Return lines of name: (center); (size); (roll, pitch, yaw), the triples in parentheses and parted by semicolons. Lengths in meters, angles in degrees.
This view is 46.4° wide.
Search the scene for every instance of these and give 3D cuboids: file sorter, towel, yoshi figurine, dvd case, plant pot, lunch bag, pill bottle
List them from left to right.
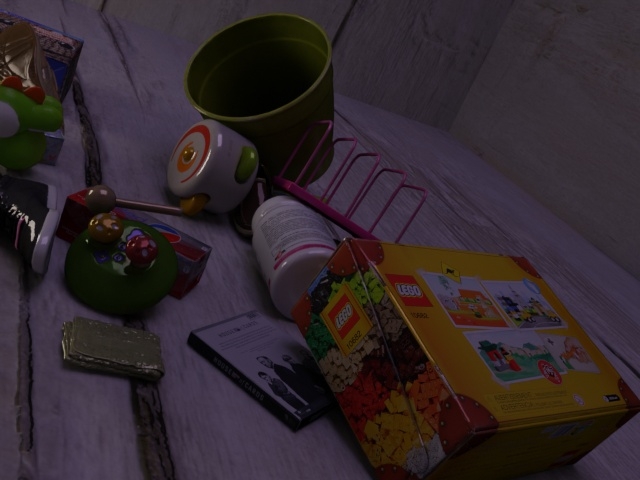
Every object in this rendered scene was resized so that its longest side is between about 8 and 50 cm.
yoshi figurine: (-0.688, -0.215, 1.442); (0.362, 0.203, 0.203); (2, -13, -18)
lunch bag: (-0.596, -0.204, 1.584); (0.083, 0.071, 0.053); (12, 28, -36)
towel: (-0.303, 0.159, 1.095); (0.148, 0.027, 0.110); (14, 22, -23)
dvd case: (-0.078, 0.205, 1.233); (0.239, 0.029, 0.179); (34, 22, 24)
plant pot: (-0.112, -0.321, 1.912); (0.366, 0.366, 0.353); (40, -17, 34)
pill bottle: (-0.049, 0.026, 1.515); (0.160, 0.160, 0.283); (15, 22, -24)
file sorter: (0.069, -0.124, 1.714); (0.291, 0.182, 0.202); (32, -1, -17)

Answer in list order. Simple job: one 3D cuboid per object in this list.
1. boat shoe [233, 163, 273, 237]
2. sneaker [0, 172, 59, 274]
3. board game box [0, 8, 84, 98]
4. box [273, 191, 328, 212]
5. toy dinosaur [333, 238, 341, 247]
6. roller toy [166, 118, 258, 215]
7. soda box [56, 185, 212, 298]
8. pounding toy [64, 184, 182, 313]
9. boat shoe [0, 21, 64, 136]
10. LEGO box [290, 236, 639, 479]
boat shoe: (-0.157, -0.102, 1.750); (0.095, 0.095, 0.257); (-3, 30, -3)
sneaker: (-0.513, -0.032, 1.228); (0.147, 0.104, 0.296); (13, 18, -26)
board game box: (-0.763, -0.468, 1.939); (0.232, 0.141, 0.291); (18, 22, -19)
box: (-0.068, -0.097, 1.918); (0.109, 0.042, 0.178); (15, 12, 28)
toy dinosaur: (0.000, 0.000, 1.780); (0.268, 0.064, 0.118); (24, 2, 5)
roller toy: (-0.251, -0.167, 1.689); (0.146, 0.209, 0.191); (28, 21, -39)
soda box: (-0.338, 0.001, 1.358); (0.263, 0.083, 0.092); (26, 21, 6)
pounding toy: (-0.318, -0.006, 1.223); (0.183, 0.110, 0.237); (9, 51, -11)
boat shoe: (-0.665, -0.354, 1.711); (0.110, 0.122, 0.341); (58, 10, -62)
LEGO box: (0.256, 0.204, 1.278); (0.500, 0.193, 0.372); (6, 41, -41)
